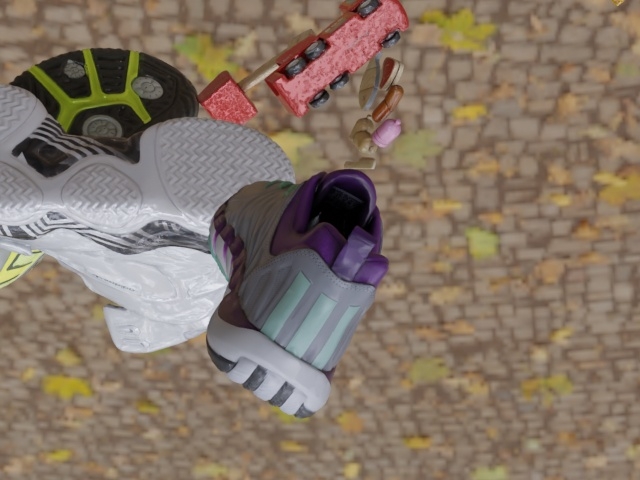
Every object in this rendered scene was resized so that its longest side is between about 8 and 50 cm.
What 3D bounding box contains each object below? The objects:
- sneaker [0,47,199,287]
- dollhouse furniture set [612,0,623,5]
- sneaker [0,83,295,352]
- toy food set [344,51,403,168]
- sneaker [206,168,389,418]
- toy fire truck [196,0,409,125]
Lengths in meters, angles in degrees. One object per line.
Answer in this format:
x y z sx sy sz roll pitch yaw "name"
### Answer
-0.285 -0.059 1.331 0.385 0.145 0.147 -35 161 -27 "sneaker"
0.329 -0.360 1.217 0.151 0.197 0.301 10 107 -11 "dollhouse furniture set"
-0.207 -0.008 1.133 0.366 0.137 0.210 6 142 0 "sneaker"
0.060 -0.126 1.321 0.019 0.122 0.078 17 175 -29 "toy food set"
0.000 0.000 0.673 0.083 0.223 0.098 31 106 -15 "sneaker"
-0.018 -0.168 1.271 0.192 0.135 0.047 -41 114 -6 "toy fire truck"
